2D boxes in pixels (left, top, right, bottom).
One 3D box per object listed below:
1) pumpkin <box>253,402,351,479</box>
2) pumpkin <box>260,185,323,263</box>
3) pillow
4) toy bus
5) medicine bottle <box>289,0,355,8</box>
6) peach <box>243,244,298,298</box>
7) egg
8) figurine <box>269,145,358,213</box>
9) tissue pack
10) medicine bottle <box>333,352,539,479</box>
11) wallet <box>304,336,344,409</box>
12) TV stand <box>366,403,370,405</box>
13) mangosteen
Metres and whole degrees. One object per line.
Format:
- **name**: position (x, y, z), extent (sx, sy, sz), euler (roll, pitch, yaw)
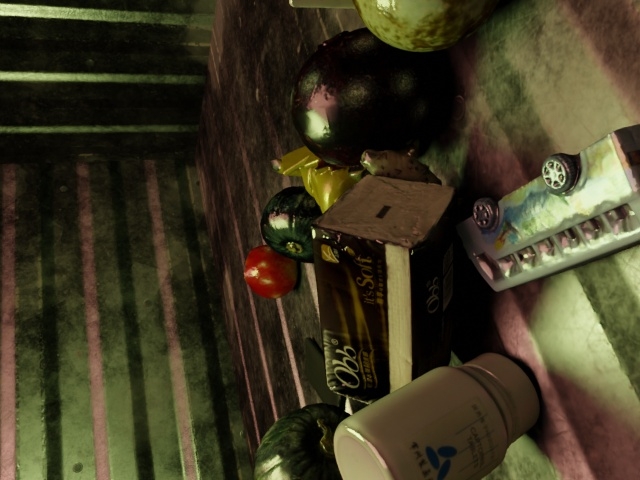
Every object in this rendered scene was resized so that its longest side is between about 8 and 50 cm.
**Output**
- **pumpkin**: position (-0.007, 0.562, 1.410), extent (0.241, 0.323, 0.323), euler (-65, 35, 39)
- **pumpkin**: position (-0.045, -0.037, 1.514), extent (0.233, 0.233, 0.163), euler (122, 165, -58)
- **pillow**: position (0.176, -0.086, 1.007), extent (0.093, 0.241, 0.051), euler (-38, 17, 33)
- **toy bus**: position (0.311, -0.030, 0.748), extent (0.136, 0.109, 0.329), euler (70, 158, 11)
- **medicine bottle**: position (0.071, -0.630, 1.055), extent (0.236, 0.235, 0.406), euler (-116, 30, -44)
- **peach**: position (-0.174, 0.105, 1.937), extent (0.190, 0.192, 0.190), euler (-172, 90, -67)
- **egg**: position (0.159, -0.411, 0.880), extent (0.289, 0.238, 0.238), euler (-83, -7, -78)
- **figurine**: position (0.023, -0.155, 1.355), extent (0.169, 0.218, 0.327), euler (68, 171, -25)
- **tissue pack**: position (0.120, 0.091, 0.974), extent (0.198, 0.210, 0.370), euler (16, 128, 29)
- **medicine bottle**: position (0.177, 0.285, 0.859), extent (0.170, 0.292, 0.170), euler (36, 137, 44)
- **wallet**: position (0.009, 0.425, 1.749), extent (0.285, 0.030, 0.146), euler (-136, 48, -59)
- **TV stand**: position (0.092, 0.382, 1.491), extent (0.256, 0.040, 0.049), euler (-142, 58, -63)
- **mangosteen**: position (0.085, -0.249, 1.082), extent (0.288, 0.288, 0.288), euler (175, 90, -69)
